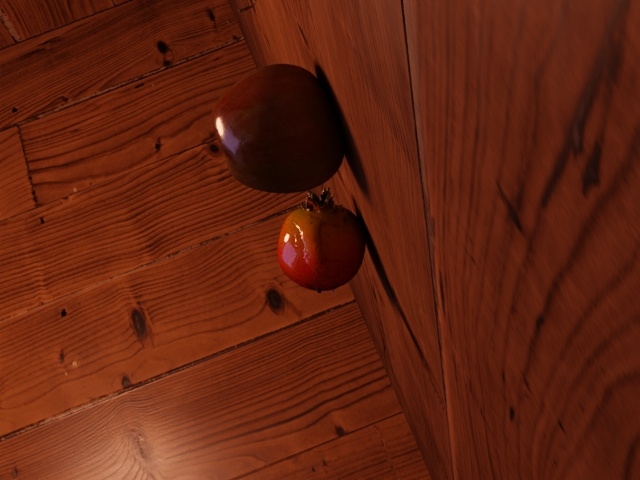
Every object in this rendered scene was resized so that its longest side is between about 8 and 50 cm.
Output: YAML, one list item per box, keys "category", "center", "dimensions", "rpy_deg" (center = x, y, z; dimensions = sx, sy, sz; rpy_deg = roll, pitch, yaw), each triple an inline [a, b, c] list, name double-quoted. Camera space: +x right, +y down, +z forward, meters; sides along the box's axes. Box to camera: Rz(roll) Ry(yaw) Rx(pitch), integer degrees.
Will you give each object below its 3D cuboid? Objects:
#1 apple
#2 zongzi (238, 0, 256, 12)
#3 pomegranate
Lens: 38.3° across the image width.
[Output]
- category: "apple"
  center: [-0.084, -0.212, 1.798]
  dimensions: [0.257, 0.234, 0.256]
  rpy_deg: [161, 90, -85]
- category: "zongzi"
  center: [-0.148, -0.588, 1.796]
  dimensions: [0.247, 0.111, 0.241]
  rpy_deg: [63, -163, -17]
- category: "pomegranate"
  center: [0.000, 0.000, 2.092]
  dimensions: [0.210, 0.210, 0.235]
  rpy_deg: [-118, 21, -71]
